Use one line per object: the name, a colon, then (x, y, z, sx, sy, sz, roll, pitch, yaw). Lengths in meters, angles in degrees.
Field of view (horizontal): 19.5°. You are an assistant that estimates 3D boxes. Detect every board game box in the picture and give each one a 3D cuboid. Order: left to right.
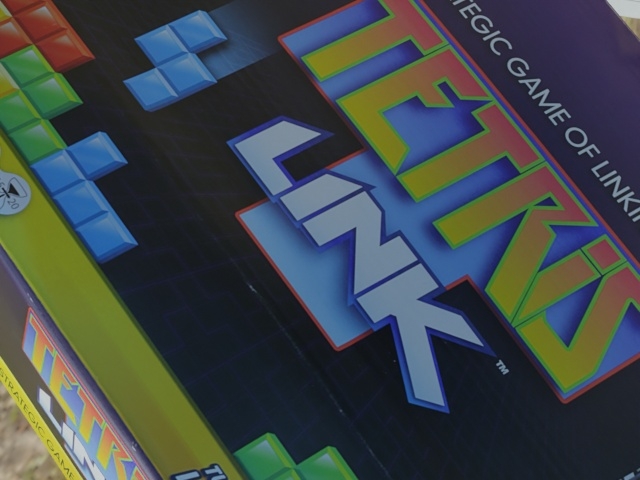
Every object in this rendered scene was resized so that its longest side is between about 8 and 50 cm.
board game box: (0.015, 0.010, 0.360, 0.170, 0.141, 0.048, 52, 153, 17)

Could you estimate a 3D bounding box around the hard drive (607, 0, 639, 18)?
hard drive: (0.330, -0.297, 1.644, 0.353, 0.233, 0.047, -35, 56, 55)
